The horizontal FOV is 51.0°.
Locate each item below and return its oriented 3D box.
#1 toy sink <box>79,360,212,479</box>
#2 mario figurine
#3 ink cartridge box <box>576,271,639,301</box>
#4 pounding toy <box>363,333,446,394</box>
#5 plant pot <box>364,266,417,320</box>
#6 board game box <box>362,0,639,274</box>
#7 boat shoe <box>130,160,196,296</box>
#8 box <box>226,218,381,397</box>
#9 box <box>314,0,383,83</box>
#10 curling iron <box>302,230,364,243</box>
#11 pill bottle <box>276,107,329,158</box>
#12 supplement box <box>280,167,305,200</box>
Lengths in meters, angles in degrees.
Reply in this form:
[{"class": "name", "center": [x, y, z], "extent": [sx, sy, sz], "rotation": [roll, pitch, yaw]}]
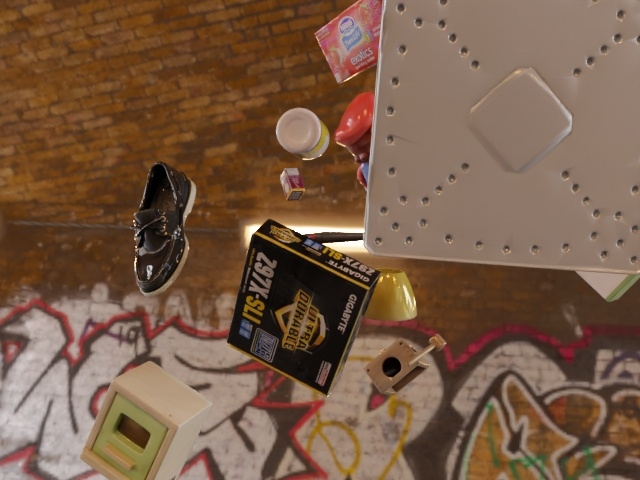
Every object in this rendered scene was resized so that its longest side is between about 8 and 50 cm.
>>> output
[{"class": "toy sink", "center": [-0.330, 0.370, 1.229], "extent": [0.153, 0.234, 0.131], "rotation": [31, 16, 14]}, {"class": "mario figurine", "center": [0.157, -0.167, 1.433], "extent": [0.198, 0.320, 0.170], "rotation": [-18, 8, 26]}, {"class": "ink cartridge box", "center": [0.536, -0.021, 1.307], "extent": [0.056, 0.235, 0.171], "rotation": [-7, -42, -46]}, {"class": "pounding toy", "center": [0.215, 0.292, 1.711], "extent": [0.206, 0.094, 0.181], "rotation": [-41, -25, 7]}, {"class": "plant pot", "center": [0.144, 0.111, 1.453], "extent": [0.134, 0.095, 0.134], "rotation": [1, 9, 0]}, {"class": "board game box", "center": [0.265, -0.161, 0.909], "extent": [0.390, 0.389, 0.050], "rotation": [4, 7, -1]}, {"class": "boat shoe", "center": [-0.348, -0.040, 1.429], "extent": [0.127, 0.340, 0.113], "rotation": [-13, -44, 23]}, {"class": "box", "center": [-0.045, 0.144, 1.387], "extent": [0.257, 0.079, 0.322], "rotation": [27, -53, 12]}, {"class": "box", "center": [0.114, -0.444, 1.418], "extent": [0.123, 0.128, 0.257], "rotation": [-33, 11, -26]}, {"class": "curling iron", "center": [0.000, 0.000, 1.585], "extent": [0.274, 0.035, 0.068], "rotation": [-9, -39, 32]}, {"class": "pill bottle", "center": [-0.035, -0.244, 1.569], "extent": [0.103, 0.103, 0.184], "rotation": [1, 1, 9]}, {"class": "supplement box", "center": [-0.083, -0.167, 1.983], "extent": [0.043, 0.083, 0.055], "rotation": [-5, -29, -26]}]
